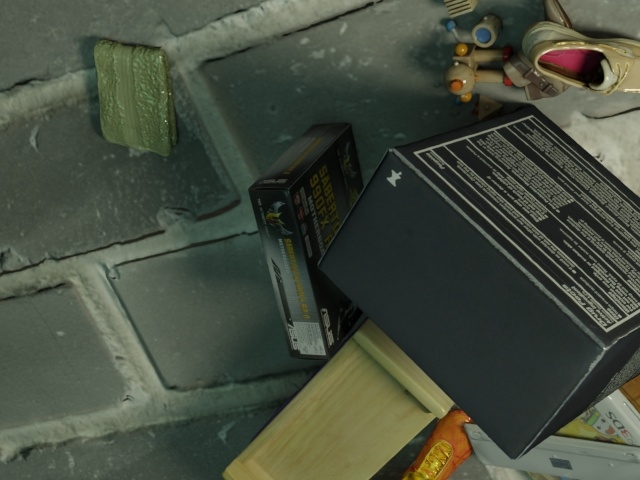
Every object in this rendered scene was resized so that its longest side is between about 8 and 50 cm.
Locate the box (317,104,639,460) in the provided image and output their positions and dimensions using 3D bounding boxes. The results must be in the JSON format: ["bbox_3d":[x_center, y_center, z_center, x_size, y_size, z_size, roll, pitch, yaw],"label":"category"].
[{"bbox_3d":[0.211,0.031,1.452,0.296,0.294,0.182,45,125,20],"label":"box"}]

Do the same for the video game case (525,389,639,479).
[{"bbox_3d":[0.325,0.258,1.707,0.206,0.026,0.227,49,145,-9],"label":"video game case"}]

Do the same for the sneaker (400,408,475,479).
[{"bbox_3d":[0.158,0.293,1.825,0.064,0.067,0.175,32,125,8],"label":"sneaker"}]

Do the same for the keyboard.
[{"bbox_3d":[0.296,0.268,1.708,0.256,0.014,0.072,3,135,39],"label":"keyboard"}]

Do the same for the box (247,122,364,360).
[{"bbox_3d":[0.000,0.000,1.655,0.056,0.183,0.231,1,118,27],"label":"box"}]

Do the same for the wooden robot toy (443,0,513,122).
[{"bbox_3d":[0.168,-0.193,1.526,0.076,0.079,0.173,4,120,24],"label":"wooden robot toy"}]

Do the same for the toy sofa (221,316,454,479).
[{"bbox_3d":[0.045,0.221,1.776,0.150,0.177,0.362,43,128,4],"label":"toy sofa"}]

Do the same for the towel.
[{"bbox_3d":[-0.237,-0.181,1.757,0.110,0.027,0.148,11,122,19],"label":"towel"}]

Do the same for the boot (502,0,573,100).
[{"bbox_3d":[0.239,-0.207,1.500,0.087,0.042,0.118,-25,116,20],"label":"boot"}]

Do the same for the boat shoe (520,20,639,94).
[{"bbox_3d":[0.294,-0.181,1.455,0.170,0.059,0.063,11,128,-10],"label":"boat shoe"}]

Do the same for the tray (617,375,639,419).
[{"bbox_3d":[0.471,0.048,1.529,0.203,0.076,0.411,46,128,-5],"label":"tray"}]
